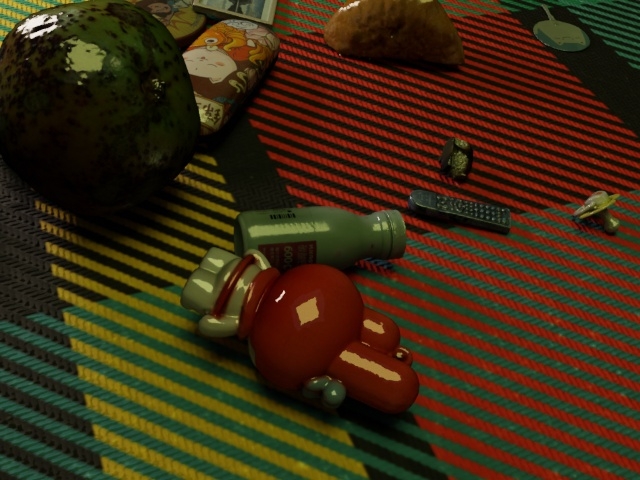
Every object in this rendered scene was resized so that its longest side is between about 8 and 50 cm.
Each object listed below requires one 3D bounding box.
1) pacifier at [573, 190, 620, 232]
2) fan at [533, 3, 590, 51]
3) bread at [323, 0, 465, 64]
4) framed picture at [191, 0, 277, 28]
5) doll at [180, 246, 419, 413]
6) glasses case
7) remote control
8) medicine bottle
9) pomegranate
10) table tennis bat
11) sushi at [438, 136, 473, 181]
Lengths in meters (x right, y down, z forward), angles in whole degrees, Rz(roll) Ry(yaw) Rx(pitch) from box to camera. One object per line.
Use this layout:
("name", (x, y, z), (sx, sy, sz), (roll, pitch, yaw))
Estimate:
("pacifier", (0.417, -0.038, 1.248), (0.064, 0.068, 0.083), (59, 32, 1))
("fan", (0.473, -0.427, 1.683), (0.113, 0.005, 0.175), (0, 46, -10))
("bread", (0.141, -0.402, 1.505), (0.260, 0.134, 0.129), (9, 43, -2))
("framed picture", (-0.154, -0.467, 1.584), (0.150, 0.015, 0.203), (13, 40, -7))
("doll", (-0.015, 0.100, 0.965), (0.290, 0.130, 0.161), (25, 45, 7))
("glasses case", (-0.164, -0.260, 1.340), (0.122, 0.082, 0.321), (20, 45, 7))
("remote control", (0.202, -0.043, 1.225), (0.153, 0.027, 0.043), (11, 38, -1))
("medicine bottle", (0.000, 0.000, 1.096), (0.217, 0.090, 0.090), (-4, 46, -15))
("pomegranate", (-0.334, -0.169, 1.121), (0.341, 0.285, 0.285), (-3, 33, 36))
("table tennis bat", (-0.348, -0.381, 1.468), (0.310, 0.038, 0.200), (-14, 48, -28))
("sushi", (0.212, -0.122, 1.306), (0.046, 0.044, 0.083), (29, 45, -12))
